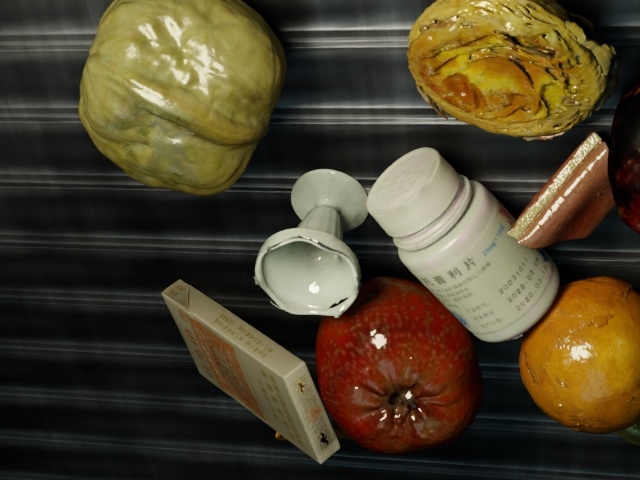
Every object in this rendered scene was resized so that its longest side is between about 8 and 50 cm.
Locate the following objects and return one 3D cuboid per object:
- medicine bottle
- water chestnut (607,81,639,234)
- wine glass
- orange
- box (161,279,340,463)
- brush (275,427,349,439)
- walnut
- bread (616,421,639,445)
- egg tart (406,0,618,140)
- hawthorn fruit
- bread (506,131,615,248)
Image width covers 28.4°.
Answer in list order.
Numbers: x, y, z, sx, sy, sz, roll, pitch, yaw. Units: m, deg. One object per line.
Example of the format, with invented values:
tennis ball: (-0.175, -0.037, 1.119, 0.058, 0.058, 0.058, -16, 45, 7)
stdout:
medicine bottle: (0.213, 0.005, 1.896, 0.170, 0.170, 0.293, -28, 118, 33)
water chestnut: (0.496, -0.134, 1.647, 0.244, 0.289, 0.289, 15, 133, 16)
wine glass: (0.000, 0.000, 1.933, 0.165, 0.196, 0.165, 9, 132, 10)
orange: (0.422, 0.179, 1.947, 0.240, 0.240, 0.240, 8, 132, 9)
box: (-0.121, 0.212, 2.108, 0.365, 0.051, 0.204, 29, 149, 47)
brush: (0.049, 0.338, 2.220, 0.314, 0.017, 0.090, 7, 143, -38)
walnut: (-0.197, -0.213, 1.759, 0.277, 0.282, 0.253, 29, 172, -4)
bread: (0.563, 0.291, 2.122, 0.187, 0.065, 0.149, 27, 127, -6)
egg tart: (0.259, -0.251, 1.701, 0.297, 0.132, 0.297, 11, 147, 7)
hawthorn fruit: (0.114, 0.193, 2.038, 0.275, 0.300, 0.275, -13, 125, -19)
bread: (0.365, -0.059, 1.844, 0.192, 0.067, 0.119, -48, 135, 15)
